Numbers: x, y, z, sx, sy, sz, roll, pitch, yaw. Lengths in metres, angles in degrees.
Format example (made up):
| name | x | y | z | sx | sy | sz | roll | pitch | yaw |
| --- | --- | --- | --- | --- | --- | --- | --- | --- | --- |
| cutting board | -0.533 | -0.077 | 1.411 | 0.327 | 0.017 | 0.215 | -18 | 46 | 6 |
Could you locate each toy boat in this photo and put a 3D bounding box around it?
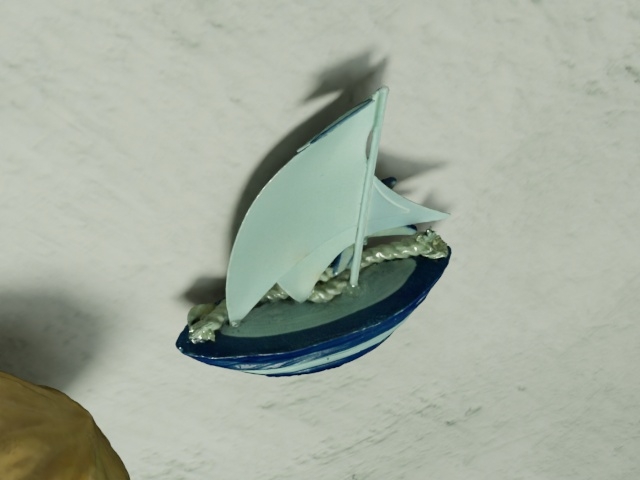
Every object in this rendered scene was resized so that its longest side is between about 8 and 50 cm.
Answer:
| name | x | y | z | sx | sy | sz | roll | pitch | yaw |
| --- | --- | --- | --- | --- | --- | --- | --- | --- | --- |
| toy boat | 0.022 | 0.001 | 1.174 | 0.210 | 0.070 | 0.291 | -5 | 140 | -38 |

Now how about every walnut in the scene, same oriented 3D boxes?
| name | x | y | z | sx | sy | sz | roll | pitch | yaw |
| --- | --- | --- | --- | --- | --- | --- | --- | --- | --- |
| walnut | -0.251 | 0.203 | 1.117 | 0.261 | 0.225 | 0.225 | -41 | 148 | 11 |
